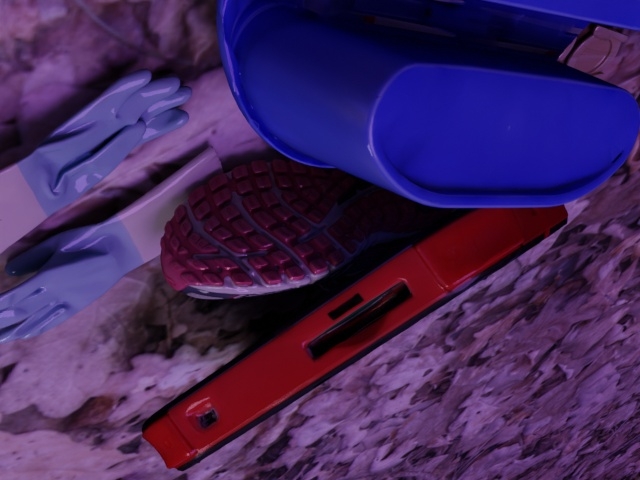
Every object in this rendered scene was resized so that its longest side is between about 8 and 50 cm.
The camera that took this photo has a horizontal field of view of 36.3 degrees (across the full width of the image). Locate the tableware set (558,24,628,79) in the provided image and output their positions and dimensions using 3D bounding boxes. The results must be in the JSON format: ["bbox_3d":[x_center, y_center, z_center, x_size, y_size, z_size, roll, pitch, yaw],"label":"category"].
[{"bbox_3d":[0.258,-0.206,0.898,0.141,0.020,0.169,-1,136,-40],"label":"tableware set"}]

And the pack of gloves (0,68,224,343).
[{"bbox_3d":[-0.187,-0.029,0.738,0.232,0.046,0.195,-36,150,-15],"label":"pack of gloves"}]

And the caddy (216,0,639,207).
[{"bbox_3d":[0.091,-0.154,0.682,0.341,0.179,0.241,-1,113,-40],"label":"caddy"}]

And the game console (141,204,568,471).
[{"bbox_3d":[0.043,0.073,0.916,0.386,0.060,0.342,-35,173,21],"label":"game console"}]

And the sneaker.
[{"bbox_3d":[0.000,0.000,0.842,0.299,0.121,0.112,-14,147,-36],"label":"sneaker"}]
